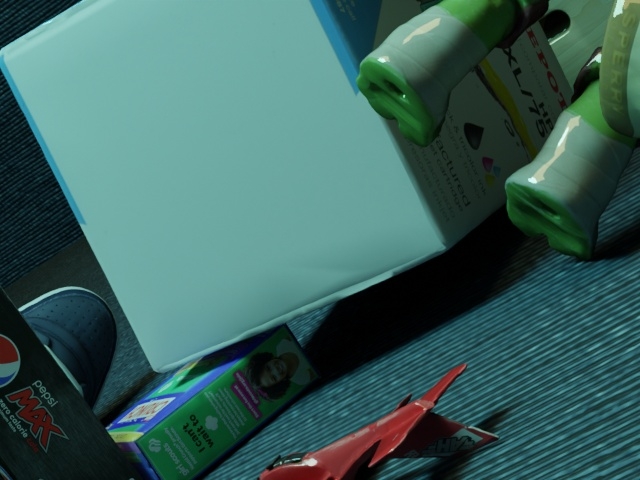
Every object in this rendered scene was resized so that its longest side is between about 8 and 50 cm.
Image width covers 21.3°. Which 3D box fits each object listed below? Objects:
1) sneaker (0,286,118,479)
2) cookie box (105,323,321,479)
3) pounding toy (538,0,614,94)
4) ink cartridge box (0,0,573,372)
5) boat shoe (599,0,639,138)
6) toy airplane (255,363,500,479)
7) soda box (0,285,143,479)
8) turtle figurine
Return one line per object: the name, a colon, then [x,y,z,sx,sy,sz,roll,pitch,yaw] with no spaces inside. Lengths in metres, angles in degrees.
sneaker: [-0.203,0.117,1.145,0.153,0.099,0.282,-33,13,50]
cookie box: [-0.065,0.093,0.934,0.107,0.040,0.092,-38,9,-22]
pounding toy: [0.141,-0.136,1.242,0.181,0.094,0.206,-32,8,21]
ink cartridge box: [-0.002,-0.083,0.983,0.197,0.198,0.270,-24,5,29]
boat shoe: [0.238,-0.104,0.687,0.098,0.109,0.302,24,38,39]
toy airplane: [0.008,0.092,0.682,0.151,0.028,0.151,-34,7,5]
soda box: [-0.158,0.087,0.887,0.053,0.169,0.060,-37,8,-19]
turtle figurine: [0.146,-0.130,0.843,0.266,0.198,0.275,-50,29,-11]
